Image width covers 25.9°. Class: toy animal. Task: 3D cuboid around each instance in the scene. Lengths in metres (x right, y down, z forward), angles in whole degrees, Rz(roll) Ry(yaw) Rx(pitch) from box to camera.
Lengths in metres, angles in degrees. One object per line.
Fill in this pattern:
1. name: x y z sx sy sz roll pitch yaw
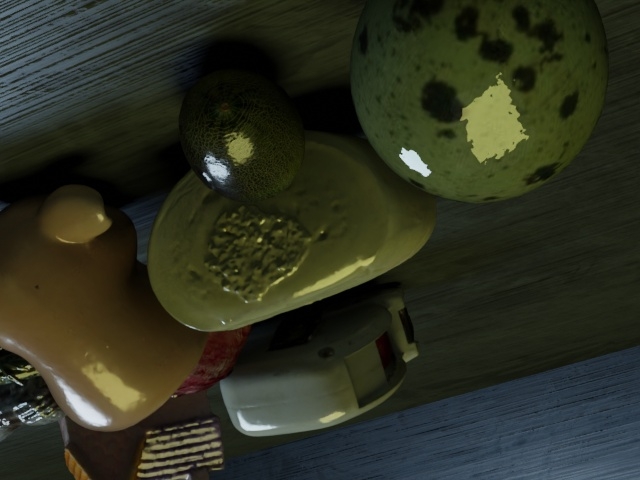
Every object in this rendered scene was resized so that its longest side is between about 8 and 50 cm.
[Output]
1. toy animal: -0.220 0.057 1.325 0.195 0.256 0.213 -39 -155 6

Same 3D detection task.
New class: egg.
1. egg: 0.107 -0.124 0.941 0.177 0.177 0.228 -12 150 -1

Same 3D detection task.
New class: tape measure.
1. tape measure: -0.003 0.167 1.962 0.258 0.130 0.265 -13 -166 12

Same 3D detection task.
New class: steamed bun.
1. steamed bun: -0.029 -0.018 1.265 0.250 0.154 0.200 -20 176 21

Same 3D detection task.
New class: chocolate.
1. chocolate: -0.442 0.229 1.969 0.248 0.110 0.110 -19 164 30

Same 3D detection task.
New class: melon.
1. melon: -0.062 -0.084 1.097 0.099 0.099 0.162 -13 164 3

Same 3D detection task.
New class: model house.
1. model house: -0.276 0.292 2.087 0.237 0.237 0.202 -8 163 -18

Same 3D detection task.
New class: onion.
1. onion: -0.180 0.144 1.843 0.227 0.120 0.283 -18 166 38

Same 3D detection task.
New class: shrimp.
1. shrimp: -0.424 0.157 1.833 0.217 0.051 0.150 -7 158 -6
